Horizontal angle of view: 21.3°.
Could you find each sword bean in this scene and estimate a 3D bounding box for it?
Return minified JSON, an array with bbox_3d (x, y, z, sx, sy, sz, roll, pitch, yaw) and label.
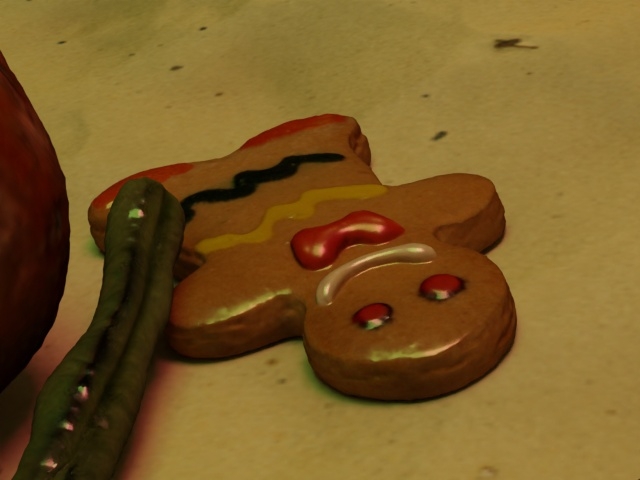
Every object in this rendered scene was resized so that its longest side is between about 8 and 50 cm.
[{"bbox_3d":[-0.091,0.061,0.646,0.043,0.038,0.269,31,35,-12],"label":"sword bean"}]

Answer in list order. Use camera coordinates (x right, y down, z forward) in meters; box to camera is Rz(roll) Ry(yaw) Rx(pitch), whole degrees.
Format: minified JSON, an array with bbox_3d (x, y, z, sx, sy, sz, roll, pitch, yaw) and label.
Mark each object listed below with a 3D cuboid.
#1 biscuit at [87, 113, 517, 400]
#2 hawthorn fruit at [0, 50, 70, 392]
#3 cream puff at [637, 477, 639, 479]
[{"bbox_3d":[0.000,-0.001,0.751,0.165,0.036,0.250,-22,29,-17],"label":"biscuit"},{"bbox_3d":[-0.228,-0.024,0.653,0.258,0.262,0.258,-16,12,4],"label":"hawthorn fruit"},{"bbox_3d":[0.128,0.116,0.390,0.165,0.115,0.150,16,44,27],"label":"cream puff"}]
